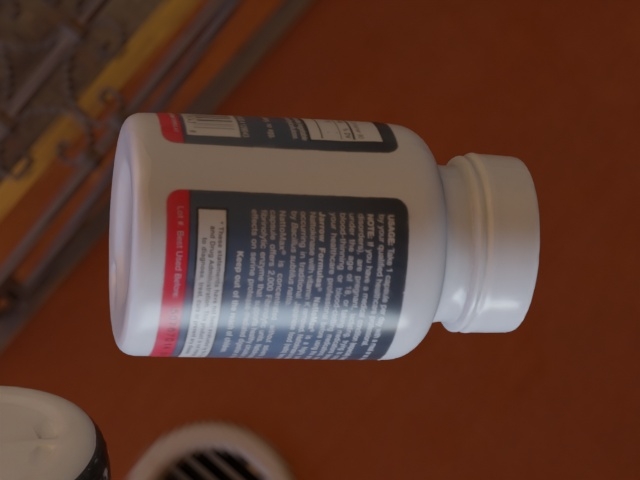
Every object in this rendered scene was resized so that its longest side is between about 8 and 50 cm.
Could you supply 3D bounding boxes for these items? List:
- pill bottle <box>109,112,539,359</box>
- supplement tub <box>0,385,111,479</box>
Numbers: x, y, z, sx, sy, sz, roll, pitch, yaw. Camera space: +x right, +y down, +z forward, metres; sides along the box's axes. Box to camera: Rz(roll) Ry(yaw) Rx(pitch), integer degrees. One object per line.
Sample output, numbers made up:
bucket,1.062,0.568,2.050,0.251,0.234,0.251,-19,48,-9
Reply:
pill bottle,0.000,0.000,0.831,0.180,0.108,0.108,2,-166,-12
supplement tub,-0.230,0.276,1.279,0.194,0.316,0.193,-1,-157,1
